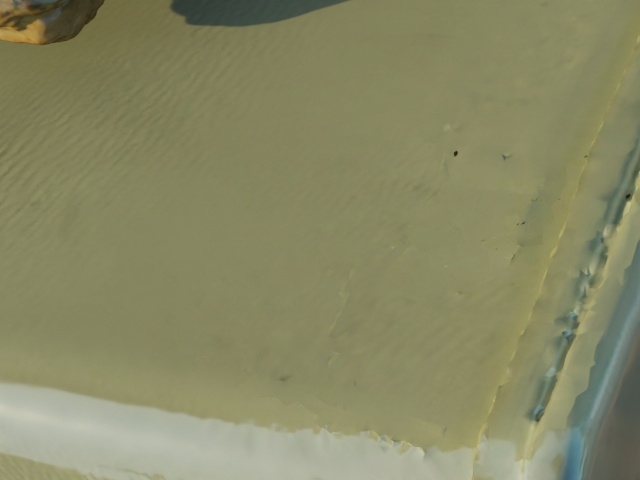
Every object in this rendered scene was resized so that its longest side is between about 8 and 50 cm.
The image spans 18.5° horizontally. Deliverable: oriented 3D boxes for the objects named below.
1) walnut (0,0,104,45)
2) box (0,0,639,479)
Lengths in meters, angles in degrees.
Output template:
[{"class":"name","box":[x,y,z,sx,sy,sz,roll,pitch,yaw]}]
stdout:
[{"class":"walnut","box":[-0.127,-0.119,0.765,0.096,0.082,0.079,28,136,14]},{"class":"box","box":[0.000,0.000,0.806,0.344,0.352,0.177,7,139,26]}]
